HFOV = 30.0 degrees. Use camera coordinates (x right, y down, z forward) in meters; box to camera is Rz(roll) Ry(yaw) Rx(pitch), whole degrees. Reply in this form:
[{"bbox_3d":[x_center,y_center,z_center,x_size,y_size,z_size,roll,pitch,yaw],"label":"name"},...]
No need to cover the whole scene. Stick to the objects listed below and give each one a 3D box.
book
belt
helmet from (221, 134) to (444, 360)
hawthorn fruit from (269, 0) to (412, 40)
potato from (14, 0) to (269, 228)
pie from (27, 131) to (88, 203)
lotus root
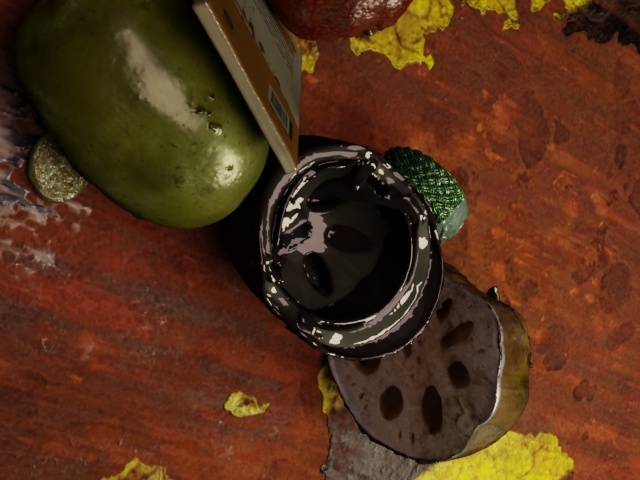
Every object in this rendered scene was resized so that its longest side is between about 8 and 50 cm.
[{"bbox_3d":[-0.072,-0.226,1.315,0.020,0.295,0.208,-22,119,14],"label":"book"},{"bbox_3d":[0.124,-0.050,1.569,0.079,0.121,0.151,-56,130,-16],"label":"belt"},{"bbox_3d":[0.000,0.000,1.454,0.225,0.177,0.305,-46,127,-14],"label":"helmet"},{"bbox_3d":[0.015,-0.359,1.383,0.205,0.205,0.253,-26,107,-30],"label":"hawthorn fruit"},{"bbox_3d":[-0.184,-0.147,1.272,0.304,0.216,0.216,44,73,-24],"label":"potato"},{"bbox_3d":[-0.287,-0.081,1.323,0.085,0.017,0.085,-10,107,-37],"label":"pie"},{"bbox_3d":[0.164,0.147,1.574,0.192,0.272,0.272,-4,102,-49],"label":"lotus root"}]
